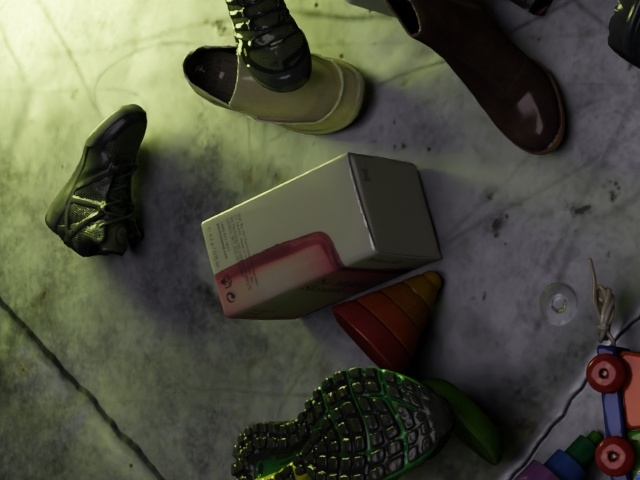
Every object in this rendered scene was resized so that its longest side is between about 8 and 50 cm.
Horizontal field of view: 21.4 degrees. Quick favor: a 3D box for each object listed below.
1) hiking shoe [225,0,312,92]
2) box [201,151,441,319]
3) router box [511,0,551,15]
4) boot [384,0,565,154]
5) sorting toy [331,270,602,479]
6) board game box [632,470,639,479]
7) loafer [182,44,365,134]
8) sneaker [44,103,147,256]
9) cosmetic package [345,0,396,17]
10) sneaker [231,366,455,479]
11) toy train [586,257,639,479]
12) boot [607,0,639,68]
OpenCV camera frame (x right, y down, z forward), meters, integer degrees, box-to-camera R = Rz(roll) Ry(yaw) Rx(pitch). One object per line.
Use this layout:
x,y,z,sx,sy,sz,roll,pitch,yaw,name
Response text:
-0.080,-0.281,2.036,0.086,0.114,0.227,-26,65,1,hiking shoe
0.000,0.000,2.014,0.232,0.148,0.127,-24,74,32,box
0.242,-0.331,1.933,0.092,0.038,0.122,39,108,30,router box
0.157,-0.205,1.880,0.090,0.207,0.248,-40,65,27,boot
0.176,0.155,1.928,0.126,0.127,0.365,-45,62,-9,sorting toy
0.434,0.302,1.561,0.233,0.347,0.078,44,111,29,board game box
-0.067,-0.191,2.110,0.268,0.092,0.102,9,92,36,loafer
-0.272,-0.067,2.255,0.130,0.087,0.227,46,115,27,sneaker
0.002,-0.455,2.044,0.385,0.156,0.217,44,111,31,cosmetic package
0.041,0.231,1.946,0.343,0.146,0.134,-26,64,50,sneaker
0.361,0.132,1.783,0.143,0.105,0.248,-8,82,24,toy train
0.505,-0.252,1.603,0.445,0.146,0.367,41,120,50,boot
